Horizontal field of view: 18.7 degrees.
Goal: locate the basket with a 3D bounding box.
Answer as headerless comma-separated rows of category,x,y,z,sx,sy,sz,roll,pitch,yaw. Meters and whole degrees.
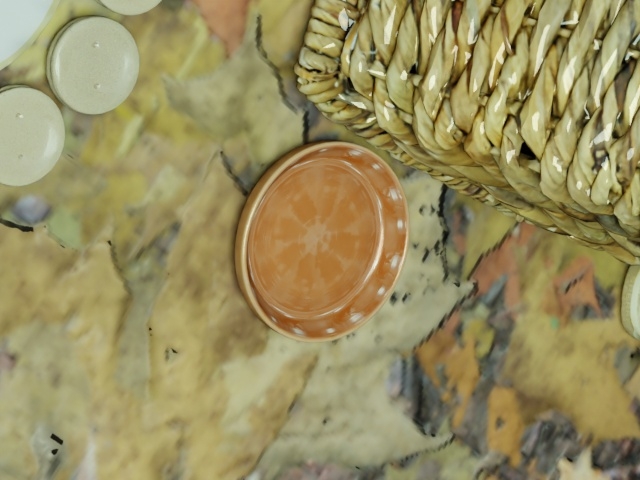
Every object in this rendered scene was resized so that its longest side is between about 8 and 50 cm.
basket,0.161,-0.139,0.822,0.299,0.223,0.213,-68,161,-2

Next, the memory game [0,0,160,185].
memory game,-0.131,-0.102,0.670,0.186,0.012,0.186,-11,109,-34

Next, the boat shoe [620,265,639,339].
boat shoe,0.222,0.030,0.930,0.170,0.059,0.063,-7,106,-34

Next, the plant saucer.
plant saucer,0.000,0.000,0.790,0.083,0.013,0.084,-10,107,-34
